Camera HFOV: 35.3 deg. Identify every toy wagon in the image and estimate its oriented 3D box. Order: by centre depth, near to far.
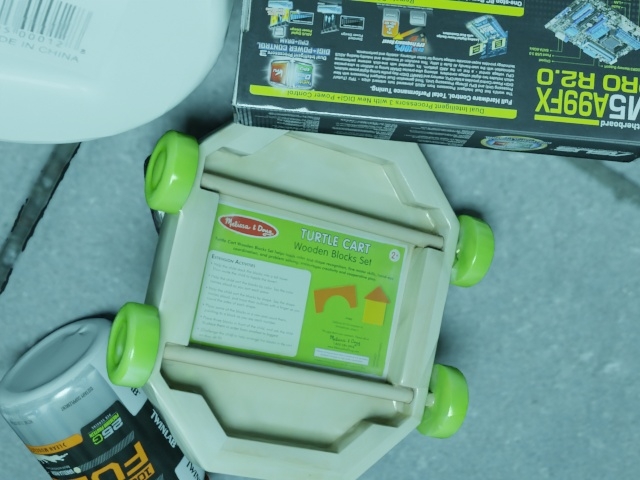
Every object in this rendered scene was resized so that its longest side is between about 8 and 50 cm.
[{"bbox_3d":[0.000,0.000,0.730,0.267,0.068,0.344,15,82,-26],"label":"toy wagon"}]

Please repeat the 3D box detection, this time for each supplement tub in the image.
[{"bbox_3d":[-0.174,0.169,0.850,0.117,0.117,0.190,-25,114,13],"label":"supplement tub"}]

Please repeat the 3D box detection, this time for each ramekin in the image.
[{"bbox_3d":[-0.178,-0.178,0.598,0.277,0.135,0.277,-2,149,-1],"label":"ramekin"}]

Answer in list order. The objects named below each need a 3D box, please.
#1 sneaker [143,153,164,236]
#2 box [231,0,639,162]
[{"bbox_3d":[-0.027,0.035,0.806,0.163,0.106,0.281,-23,113,-7],"label":"sneaker"},{"bbox_3d":[0.086,-0.171,0.651,0.270,0.060,0.216,5,85,-2],"label":"box"}]
